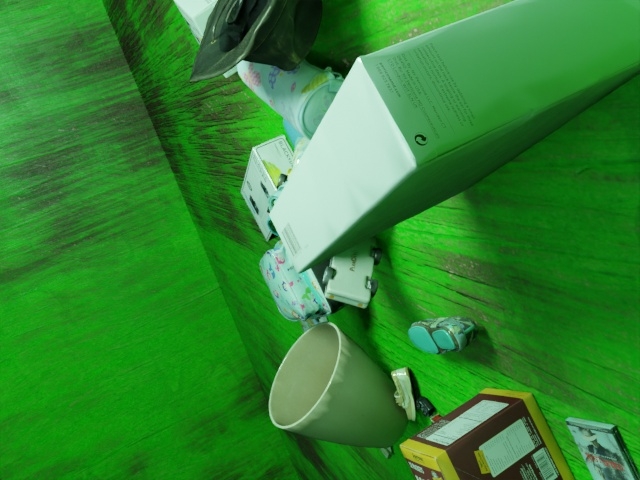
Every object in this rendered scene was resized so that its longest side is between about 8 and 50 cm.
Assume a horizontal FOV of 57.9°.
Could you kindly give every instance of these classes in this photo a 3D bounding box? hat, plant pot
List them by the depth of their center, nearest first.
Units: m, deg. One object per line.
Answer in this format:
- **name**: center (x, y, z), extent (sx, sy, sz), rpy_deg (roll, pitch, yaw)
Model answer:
- **hat**: center (-0.081, -0.356, 0.943), extent (0.134, 0.331, 0.331), rpy_deg (32, 179, -32)
- **plant pot**: center (0.066, 0.364, 1.340), extent (0.274, 0.257, 0.256), rpy_deg (34, 171, -22)

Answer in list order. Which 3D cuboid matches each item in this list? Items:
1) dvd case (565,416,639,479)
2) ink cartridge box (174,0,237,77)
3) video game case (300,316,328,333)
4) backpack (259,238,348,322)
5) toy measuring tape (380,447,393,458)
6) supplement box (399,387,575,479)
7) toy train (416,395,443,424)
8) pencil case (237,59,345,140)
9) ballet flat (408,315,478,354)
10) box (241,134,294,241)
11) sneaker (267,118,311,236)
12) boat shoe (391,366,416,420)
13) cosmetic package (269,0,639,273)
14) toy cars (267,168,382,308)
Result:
- **dvd case**: center (0.391, 0.301, 0.788), extent (0.120, 0.013, 0.087), rpy_deg (66, 161, 1)
- **ink cartridge box**: center (-0.251, -0.485, 1.331), extent (0.127, 0.072, 0.175), rpy_deg (50, 174, 37)
- **video game case**: center (-0.015, 0.272, 1.787), extent (0.212, 0.023, 0.193), rpy_deg (29, 140, 59)
- **backpack**: center (-0.031, 0.080, 1.372), extent (0.225, 0.191, 0.253), rpy_deg (63, 166, 2)
- **toy measuring tape**: center (0.128, 0.498, 1.556), extent (0.121, 0.121, 0.330), rpy_deg (41, 150, 49)
- **supplement box**: center (0.268, 0.369, 0.916), extent (0.191, 0.194, 0.129), rpy_deg (64, 161, 3)
- **toy train**: center (0.258, 0.389, 1.224), extent (0.158, 0.027, 0.036), rpy_deg (47, 143, 43)
- **pencil case**: center (-0.053, -0.290, 1.068), extent (0.273, 0.113, 0.124), rpy_deg (46, 143, 42)
- **ballet flat**: center (0.214, 0.160, 1.000), extent (0.070, 0.070, 0.188), rpy_deg (65, 165, 0)
- **box**: center (-0.116, -0.124, 1.470), extent (0.169, 0.087, 0.290), rpy_deg (62, 160, 7)
- **sneaker**: center (-0.038, -0.122, 1.089), extent (0.319, 0.208, 0.127), rpy_deg (56, 159, 27)
- **boat shoe**: center (0.187, 0.344, 1.295), extent (0.050, 0.045, 0.135), rpy_deg (-64, -37, -69)
- **cosmetic package**: center (0.117, -0.098, 0.604), extent (0.098, 0.284, 0.377), rpy_deg (64, 160, 7)
- **toy cars**: center (0.000, 0.000, 1.168), extent (0.394, 0.176, 0.087), rpy_deg (51, 139, 34)
